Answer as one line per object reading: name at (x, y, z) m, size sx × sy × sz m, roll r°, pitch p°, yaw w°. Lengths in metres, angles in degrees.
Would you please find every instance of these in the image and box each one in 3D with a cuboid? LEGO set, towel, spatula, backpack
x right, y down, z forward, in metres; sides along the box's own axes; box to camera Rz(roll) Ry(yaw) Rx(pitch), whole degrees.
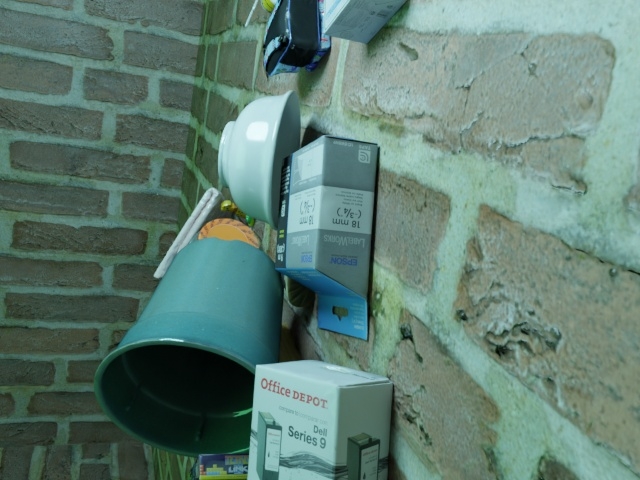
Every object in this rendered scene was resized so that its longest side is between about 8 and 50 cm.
LEGO set at (-0.235, -0.096, 1.765) m, size 0.087 × 0.093 × 0.227 m, roll -105°, pitch 29°, yaw -43°
towel at (-0.380, 0.001, 1.891) m, size 0.316 × 0.053 × 0.332 m, roll -59°, pitch -1°, yaw -6°
spatula at (-0.164, -0.736, 1.741) m, size 0.168 × 0.019 × 0.242 m, roll -42°, pitch 28°, yaw 57°
backpack at (-0.061, -0.442, 1.350) m, size 0.173 × 0.117 × 0.158 m, roll 141°, pitch 130°, yaw -62°

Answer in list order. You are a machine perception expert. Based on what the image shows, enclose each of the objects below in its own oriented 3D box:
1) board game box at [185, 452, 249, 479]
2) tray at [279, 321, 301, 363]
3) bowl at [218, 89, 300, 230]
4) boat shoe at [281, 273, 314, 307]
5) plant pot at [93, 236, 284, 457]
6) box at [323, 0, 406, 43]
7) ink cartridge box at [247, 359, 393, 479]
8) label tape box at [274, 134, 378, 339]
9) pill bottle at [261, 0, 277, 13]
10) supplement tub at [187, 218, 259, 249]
board game box at (-0.150, 0.431, 1.111) m, size 0.141 × 0.170 × 0.048 m, roll 120°, pitch 150°, yaw -46°
tray at (-0.079, 0.372, 1.279) m, size 0.411 × 0.076 × 0.202 m, roll -119°, pitch 39°, yaw -57°
bowl at (-0.133, -0.175, 1.294) m, size 0.298 × 0.134 × 0.297 m, roll 8°, pitch -90°, yaw -84°
boat shoe at (-0.051, 0.025, 1.273) m, size 0.073 × 0.080 × 0.223 m, roll -173°, pitch 84°, yaw -64°
plant pot at (-0.218, 0.188, 1.209) m, size 0.334 × 0.341 × 0.341 m, roll -82°, pitch 11°, yaw -50°
box at (0.075, -0.514, 1.050) m, size 0.169 × 0.087 × 0.289 m, roll 157°, pitch 116°, yaw -67°
ink cartridge box at (-0.009, 0.345, 0.950) m, size 0.211 × 0.122 × 0.289 m, roll -1°, pitch 84°, yaw 49°
label tape box at (0.000, 0.000, 1.108) m, size 0.241 × 0.106 × 0.333 m, roll 173°, pitch 102°, yaw -70°
pill bottle at (-0.112, -0.643, 1.607) m, size 0.116 × 0.065 × 0.065 m, roll -168°, pitch 83°, yaw -69°
supplement tub at (-0.293, 0.100, 1.718) m, size 0.338 × 0.207 × 0.207 m, roll 122°, pitch 147°, yaw -49°
